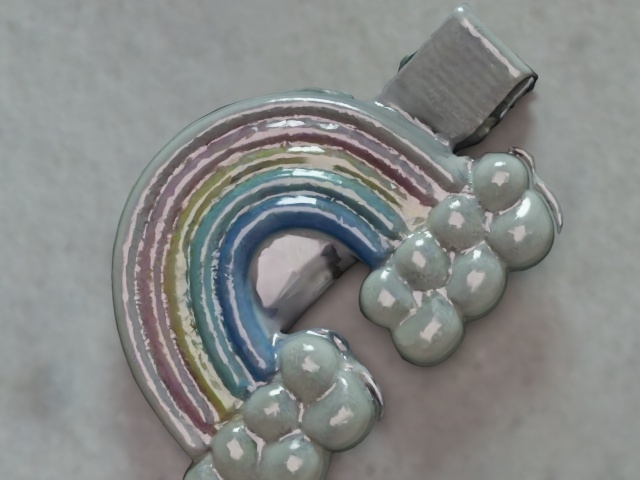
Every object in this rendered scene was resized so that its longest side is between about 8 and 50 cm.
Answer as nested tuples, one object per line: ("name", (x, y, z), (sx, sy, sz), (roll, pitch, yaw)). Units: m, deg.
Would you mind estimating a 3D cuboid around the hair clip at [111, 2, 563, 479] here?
("hair clip", (0.000, 0.000, 0.674), (0.140, 0.054, 0.220), (44, 89, 5))
